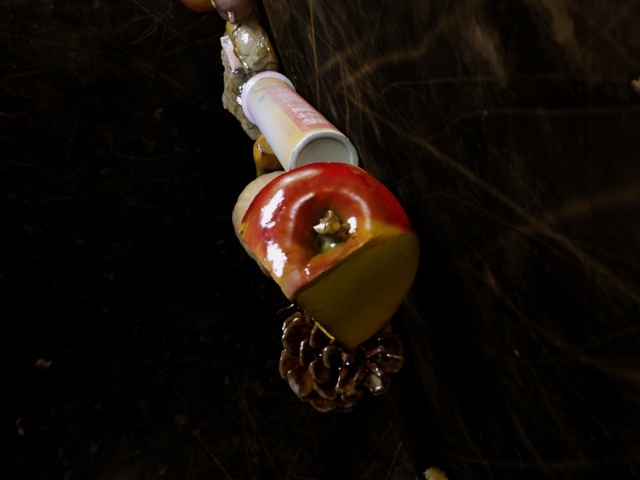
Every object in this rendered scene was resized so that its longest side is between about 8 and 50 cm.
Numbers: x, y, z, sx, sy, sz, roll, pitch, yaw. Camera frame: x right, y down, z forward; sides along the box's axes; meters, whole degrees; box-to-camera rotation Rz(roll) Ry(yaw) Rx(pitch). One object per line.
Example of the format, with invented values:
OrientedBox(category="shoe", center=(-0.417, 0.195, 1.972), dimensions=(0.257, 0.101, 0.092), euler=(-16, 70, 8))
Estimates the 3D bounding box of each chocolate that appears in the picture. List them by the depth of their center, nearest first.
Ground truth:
OrientedBox(category="chocolate", center=(-0.278, -0.634, 1.317), dimensions=(0.177, 0.177, 0.176), euler=(157, 90, -87))

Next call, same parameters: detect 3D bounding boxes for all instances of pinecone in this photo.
OrientedBox(category="pinecone", center=(0.041, 0.216, 1.083), dimensions=(0.244, 0.244, 0.309), euler=(67, 158, 7))

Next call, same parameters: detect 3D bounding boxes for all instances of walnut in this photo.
OrientedBox(category="walnut", center=(-0.057, -0.028, 1.107), dimensions=(0.225, 0.225, 0.261), euler=(66, -170, 25))

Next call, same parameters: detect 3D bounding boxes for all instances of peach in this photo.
OrientedBox(category="peach", center=(0.022, 0.011, 0.601), dimensions=(0.159, 0.154, 0.267), euler=(55, -179, 30))

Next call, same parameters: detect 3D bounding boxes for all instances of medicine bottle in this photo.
OrientedBox(category="medicine bottle", center=(-0.044, -0.181, 0.883), dimensions=(0.426, 0.108, 0.108), euler=(-122, 9, -60))

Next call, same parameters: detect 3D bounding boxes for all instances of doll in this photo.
OrientedBox(category="doll", center=(-0.173, -0.484, 1.009), dimensions=(0.145, 0.096, 0.188), euler=(90, 168, -63))

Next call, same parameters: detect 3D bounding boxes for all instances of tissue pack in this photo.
OrientedBox(category="tissue pack", center=(-0.172, -0.436, 1.259), dimensions=(0.058, 0.094, 0.074), euler=(-115, 5, -45))

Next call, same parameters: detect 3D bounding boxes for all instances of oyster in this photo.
OrientedBox(category="oyster", center=(-0.207, -0.435, 1.595), dimensions=(0.110, 0.166, 0.341), euler=(-108, 8, -78))

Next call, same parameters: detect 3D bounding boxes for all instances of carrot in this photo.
OrientedBox(category="carrot", center=(-0.109, -0.154, 1.174), dimensions=(0.260, 0.070, 0.070), euler=(120, 127, -77))

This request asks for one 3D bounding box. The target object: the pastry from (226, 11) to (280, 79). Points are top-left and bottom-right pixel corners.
OrientedBox(category="pastry", center=(-0.138, -0.393, 1.128), dimensions=(0.153, 0.081, 0.153), euler=(-24, -90, -82))

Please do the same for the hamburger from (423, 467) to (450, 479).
OrientedBox(category="hamburger", center=(0.264, 0.596, 1.204), dimensions=(0.185, 0.113, 0.177), euler=(-139, 31, -66))
